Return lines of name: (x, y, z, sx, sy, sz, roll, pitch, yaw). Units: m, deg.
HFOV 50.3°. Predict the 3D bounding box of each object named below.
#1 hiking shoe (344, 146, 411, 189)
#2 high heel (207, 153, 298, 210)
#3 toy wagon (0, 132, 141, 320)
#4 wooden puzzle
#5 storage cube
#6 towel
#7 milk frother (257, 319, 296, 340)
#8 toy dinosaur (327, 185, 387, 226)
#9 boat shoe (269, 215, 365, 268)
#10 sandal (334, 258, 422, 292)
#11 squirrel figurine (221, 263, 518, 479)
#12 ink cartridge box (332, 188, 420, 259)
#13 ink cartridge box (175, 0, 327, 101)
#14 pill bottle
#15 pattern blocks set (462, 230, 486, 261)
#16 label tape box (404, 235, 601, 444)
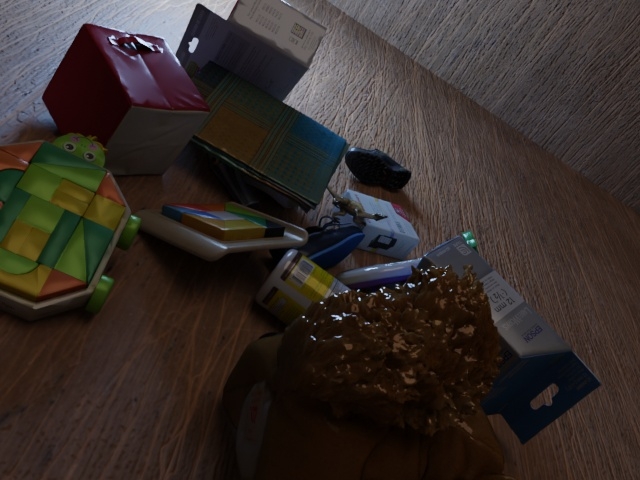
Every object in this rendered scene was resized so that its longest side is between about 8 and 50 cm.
hiking shoe: (0.139, -0.206, 1.863, 0.227, 0.086, 0.114, 19, 20, -39)
high heel: (-0.114, -0.159, 1.484, 0.261, 0.093, 0.186, -14, 63, -44)
toy wagon: (-0.399, -0.052, 0.990, 0.267, 0.068, 0.344, 26, 48, -15)
wooden puzzle: (-0.172, -0.029, 1.204, 0.221, 0.044, 0.239, 22, 20, 33)
storage cube: (-0.355, -0.246, 1.244, 0.184, 0.215, 0.193, -8, 59, -53)
towel: (-0.132, -0.227, 1.446, 0.370, 0.040, 0.271, 30, 42, -2)
milk frother: (-0.031, 0.169, 1.065, 0.129, 0.143, 0.134, 21, 35, -13)
toy dinosaur: (0.054, -0.077, 1.499, 0.183, 0.053, 0.093, 34, 33, 11)
boat shoe: (0.000, 0.000, 1.380, 0.089, 0.109, 0.258, 44, 28, 18)
sandal: (0.201, 0.093, 1.450, 0.416, 0.169, 0.102, -2, 80, -47)
squirrel figurine: (0.100, 0.226, 0.872, 0.371, 0.396, 0.281, 14, 31, -21)
ink cartridge box: (0.128, -0.037, 1.600, 0.175, 0.072, 0.127, 14, 37, -35)
ink cartridge box: (-0.178, -0.444, 1.594, 0.272, 0.309, 0.130, 29, 65, -15)
pill bottle: (0.000, 0.119, 1.197, 0.215, 0.117, 0.117, 37, 29, -2)
pattern blocks set: (0.334, 0.139, 1.393, 0.285, 0.026, 0.324, -98, 171, -61)
label tape box: (0.283, 0.202, 1.232, 0.115, 0.249, 0.347, -24, 64, -36)
